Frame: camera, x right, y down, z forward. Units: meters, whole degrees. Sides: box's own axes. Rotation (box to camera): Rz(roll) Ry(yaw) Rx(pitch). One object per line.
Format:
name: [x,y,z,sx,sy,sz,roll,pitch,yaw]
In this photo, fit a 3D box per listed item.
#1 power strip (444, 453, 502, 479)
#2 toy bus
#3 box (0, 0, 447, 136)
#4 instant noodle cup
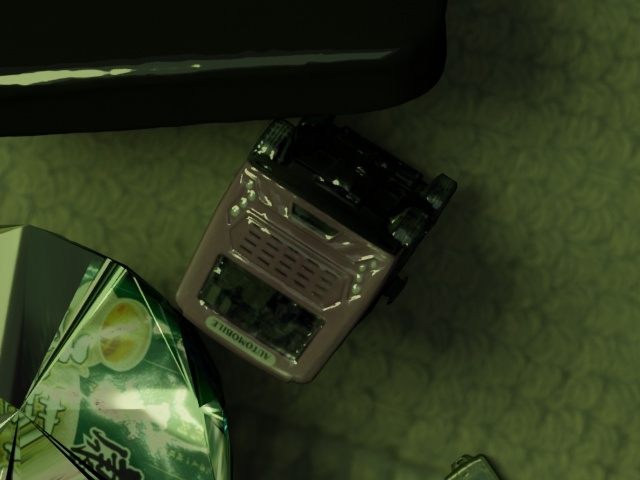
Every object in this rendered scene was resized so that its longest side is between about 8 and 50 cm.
power strip: [0.101,0.156,1.026,0.027,0.017,0.083,-37,85,5]
toy bus: [0.000,0.000,0.948,0.096,0.199,0.108,32,104,4]
box: [-0.079,-0.177,0.951,0.289,0.073,0.290,-4,52,3]
instant noodle cup: [-0.148,0.105,0.966,0.240,0.178,0.240,0,90,5]
